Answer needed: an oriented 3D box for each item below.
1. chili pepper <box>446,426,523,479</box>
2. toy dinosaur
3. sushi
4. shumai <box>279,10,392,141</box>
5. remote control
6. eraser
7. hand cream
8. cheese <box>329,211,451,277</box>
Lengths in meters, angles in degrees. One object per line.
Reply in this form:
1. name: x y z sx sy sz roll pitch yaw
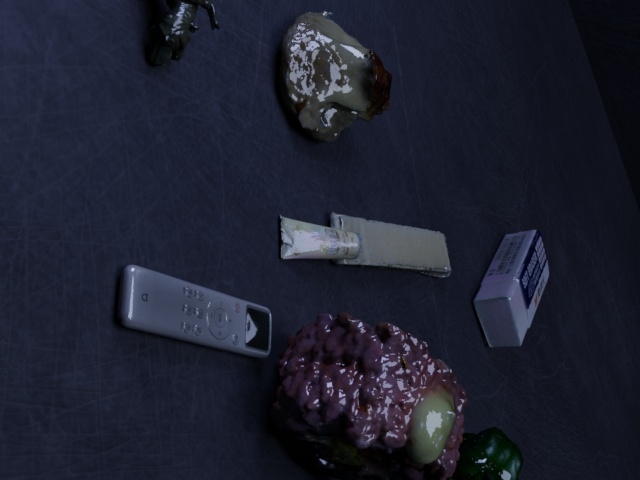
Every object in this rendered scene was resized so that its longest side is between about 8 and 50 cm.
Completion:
1. chili pepper: 0.245 0.412 1.417 0.261 0.165 0.173 -30 126 -61
2. toy dinosaur: -0.178 -0.296 0.953 0.179 0.087 0.187 4 78 -60
3. sushi: 0.065 0.215 1.101 0.270 0.237 0.170 54 49 -44
4. shumai: 0.031 -0.238 1.259 0.201 0.120 0.201 16 71 -59
5. remote control: -0.131 0.086 0.992 0.261 0.029 0.067 26 61 -55
6. eraser: 0.411 0.098 1.844 0.287 0.086 0.130 -51 127 -51
7. hand cream: 0.000 0.000 1.212 0.143 0.039 0.061 6 80 -40
8. cheese: 0.126 0.011 1.439 0.400 0.034 0.085 10 74 -59
